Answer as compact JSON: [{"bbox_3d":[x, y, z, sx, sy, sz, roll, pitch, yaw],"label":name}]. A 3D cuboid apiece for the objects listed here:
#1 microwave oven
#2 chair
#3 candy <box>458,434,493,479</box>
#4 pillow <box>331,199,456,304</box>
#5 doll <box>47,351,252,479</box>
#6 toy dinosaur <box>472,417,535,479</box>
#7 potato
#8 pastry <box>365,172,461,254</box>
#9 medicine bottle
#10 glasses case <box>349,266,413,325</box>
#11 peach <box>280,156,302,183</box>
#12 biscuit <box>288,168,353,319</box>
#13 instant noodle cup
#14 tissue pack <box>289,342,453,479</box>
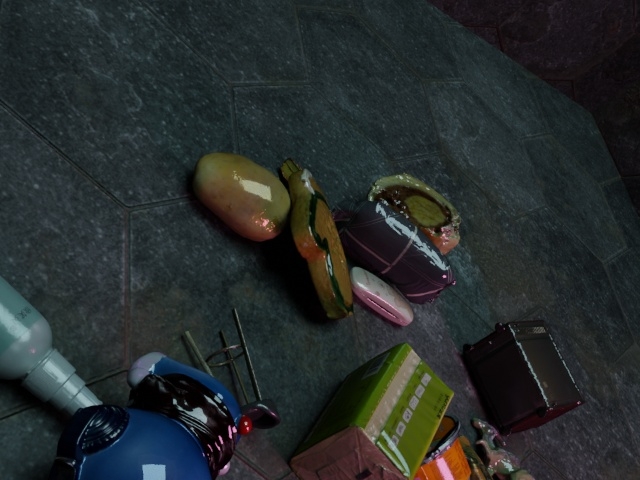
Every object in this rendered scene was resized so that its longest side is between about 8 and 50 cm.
[{"bbox_3d":[0.495,0.342,1.945,0.178,0.188,0.247,6,55,-45],"label":"microwave oven"},{"bbox_3d":[-0.158,0.244,1.401,0.095,0.104,0.221,-18,67,-26],"label":"chair"},{"bbox_3d":[0.329,0.540,1.672,0.143,0.101,0.271,20,40,-47],"label":"candy"},{"bbox_3d":[0.167,0.020,1.862,0.335,0.161,0.092,39,29,-5],"label":"pillow"},{"bbox_3d":[-0.245,0.326,1.099,0.310,0.240,0.284,-44,124,-49],"label":"doll"},{"bbox_3d":[0.433,0.540,1.799,0.162,0.077,0.294,-5,63,-52],"label":"toy dinosaur"},{"bbox_3d":[-0.163,-0.101,1.660,0.234,0.146,0.150,40,4,-16],"label":"potato"},{"bbox_3d":[0.224,-0.044,2.003,0.256,0.170,0.236,25,30,0],"label":"pastry"},{"bbox_3d":[-0.461,0.135,1.136,0.352,0.110,0.110,46,36,-8],"label":"medicine bottle"},{"bbox_3d":[0.143,0.133,1.851,0.204,0.051,0.081,35,31,-27],"label":"glasses case"},{"bbox_3d":[-0.061,-0.155,1.880,0.083,0.050,0.077,49,11,-20],"label":"peach"},{"bbox_3d":[0.002,-0.001,1.692,0.287,0.057,0.343,43,31,-68],"label":"biscuit"},{"bbox_3d":[0.226,0.451,1.586,0.125,0.178,0.208,63,21,-7],"label":"instant noodle cup"},{"bbox_3d":[0.102,0.356,1.488,0.167,0.200,0.274,48,35,-4],"label":"tissue pack"}]
